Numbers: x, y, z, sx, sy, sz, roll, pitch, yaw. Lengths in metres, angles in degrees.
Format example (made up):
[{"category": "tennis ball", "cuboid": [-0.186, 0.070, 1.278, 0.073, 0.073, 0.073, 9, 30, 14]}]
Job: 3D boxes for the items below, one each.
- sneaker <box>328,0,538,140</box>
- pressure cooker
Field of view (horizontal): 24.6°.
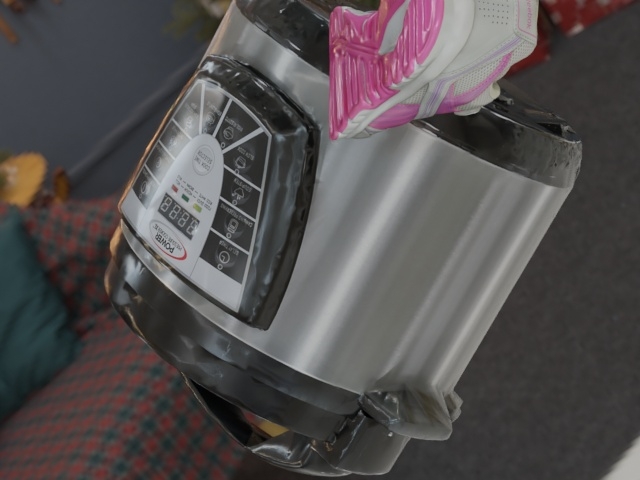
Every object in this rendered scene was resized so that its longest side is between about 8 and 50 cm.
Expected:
[{"category": "sneaker", "cuboid": [0.076, -0.128, 1.063, 0.111, 0.103, 0.252, 3, -6, -19]}, {"category": "pressure cooker", "cuboid": [0.005, 0.002, 1.387, 0.420, 0.376, 0.370, -61, 4, 15]}]
